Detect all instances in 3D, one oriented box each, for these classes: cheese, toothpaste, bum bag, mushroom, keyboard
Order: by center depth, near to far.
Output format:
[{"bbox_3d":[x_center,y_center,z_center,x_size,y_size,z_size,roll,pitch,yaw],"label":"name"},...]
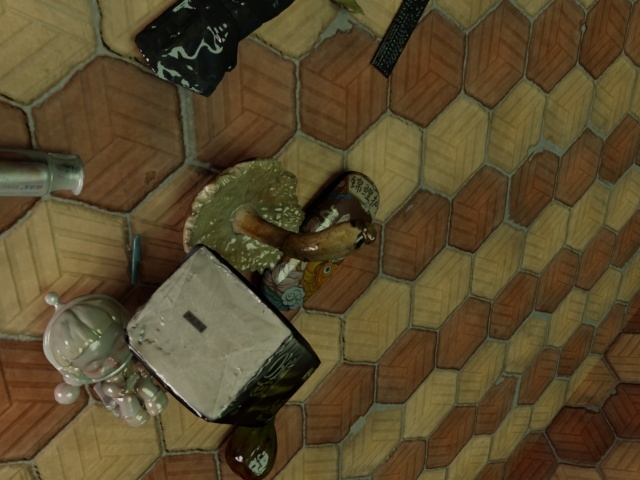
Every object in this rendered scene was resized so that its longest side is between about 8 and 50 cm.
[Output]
[{"bbox_3d":[-0.475,-0.091,0.780,0.323,0.066,0.100,-1,69,-41],"label":"toothpaste"},{"bbox_3d":[-0.141,-0.354,0.935,0.310,0.074,0.137,-50,124,-10],"label":"bum bag"},{"bbox_3d":[-0.095,-0.029,0.992,0.233,0.301,0.208,-38,103,-21],"label":"mushroom"},{"bbox_3d":[0.047,-0.433,1.077,0.060,0.041,0.084,-31,113,-34],"label":"cheese"},{"bbox_3d":[0.163,-0.422,1.201,0.063,0.010,0.198,26,93,-46],"label":"keyboard"}]

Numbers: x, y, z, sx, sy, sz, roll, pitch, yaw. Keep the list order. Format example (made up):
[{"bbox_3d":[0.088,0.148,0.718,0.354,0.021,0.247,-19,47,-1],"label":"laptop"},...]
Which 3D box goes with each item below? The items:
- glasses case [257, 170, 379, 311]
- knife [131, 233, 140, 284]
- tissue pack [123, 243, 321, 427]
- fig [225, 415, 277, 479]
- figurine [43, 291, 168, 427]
[{"bbox_3d":[0.000,0.000,1.218,0.321,0.082,0.122,-51,132,-9],"label":"glasses case"},{"bbox_3d":[-0.309,0.032,1.025,0.014,0.005,0.091,-6,114,-37],"label":"knife"},{"bbox_3d":[-0.145,0.177,0.993,0.198,0.210,0.370,-44,164,-8],"label":"tissue pack"},{"bbox_3d":[-0.134,0.433,1.305,0.109,0.103,0.155,49,61,-19],"label":"fig"},{"bbox_3d":[-0.343,0.174,0.987,0.181,0.145,0.257,-24,129,-5],"label":"figurine"}]
